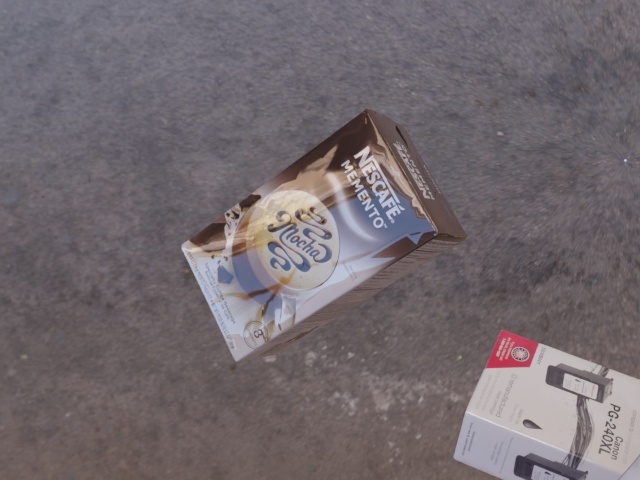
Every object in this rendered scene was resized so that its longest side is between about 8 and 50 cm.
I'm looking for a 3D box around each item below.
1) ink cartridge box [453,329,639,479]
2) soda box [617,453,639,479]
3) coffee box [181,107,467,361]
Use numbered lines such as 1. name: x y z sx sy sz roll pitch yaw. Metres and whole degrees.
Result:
1. ink cartridge box: 0.198 0.149 0.624 0.150 0.109 0.063 19 129 18
2. soda box: 0.208 0.174 0.370 0.098 0.286 0.091 -49 48 -2
3. coffee box: 0.000 0.000 0.934 0.297 0.119 0.168 -35 74 22
